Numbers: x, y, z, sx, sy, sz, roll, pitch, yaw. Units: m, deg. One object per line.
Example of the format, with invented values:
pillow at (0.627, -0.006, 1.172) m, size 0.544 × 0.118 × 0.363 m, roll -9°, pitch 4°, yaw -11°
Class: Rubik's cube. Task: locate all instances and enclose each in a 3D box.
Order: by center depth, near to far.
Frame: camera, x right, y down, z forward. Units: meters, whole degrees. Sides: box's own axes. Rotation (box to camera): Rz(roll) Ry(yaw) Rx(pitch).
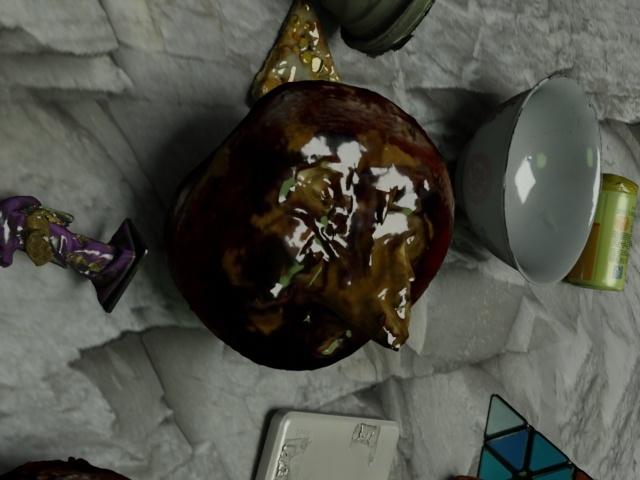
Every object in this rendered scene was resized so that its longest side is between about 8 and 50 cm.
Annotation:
Rubik's cube at (0.388, 0.388, 1.682) m, size 0.284 × 0.250 × 0.234 m, roll -27°, pitch 97°, yaw -39°

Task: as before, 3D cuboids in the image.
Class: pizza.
pizza at (-0.011, -0.234, 1.200) m, size 0.185 × 0.036 × 0.176 m, roll 12°, pitch 87°, yaw -50°

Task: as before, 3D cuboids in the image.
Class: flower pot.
flower pot at (0.056, -0.361, 1.149) m, size 0.141 × 0.235 × 0.235 m, roll 19°, pitch 81°, yaw -25°

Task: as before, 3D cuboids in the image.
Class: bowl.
bowl at (0.326, -0.102, 1.523) m, size 0.346 × 0.157 × 0.345 m, roll -10°, pitch 103°, yaw -48°

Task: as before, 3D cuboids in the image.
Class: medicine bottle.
medicine bottle at (0.574, -0.019, 1.859) m, size 0.124 × 0.124 × 0.238 m, roll 8°, pitch 89°, yaw -50°

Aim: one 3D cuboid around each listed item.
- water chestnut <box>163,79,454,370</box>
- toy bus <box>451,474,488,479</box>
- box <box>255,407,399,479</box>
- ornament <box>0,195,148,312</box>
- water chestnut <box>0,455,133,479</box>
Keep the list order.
water chestnut at (0.000, 0.000, 0.997) m, size 0.336 × 0.347 × 0.335 m, roll -9°, pitch 121°, yaw -14°
toy bus at (0.223, 0.558, 1.522) m, size 0.153 × 0.143 × 0.329 m, roll 30°, pitch 75°, yaw -48°
box at (0.016, 0.320, 1.316) m, size 0.285 × 0.044 × 0.142 m, roll 19°, pitch 84°, yaw -50°
ornament at (-0.283, 0.002, 0.901) m, size 0.203 × 0.088 × 0.081 m, roll 17°, pitch 107°, yaw -37°
water chestnut at (-0.238, 0.375, 0.827) m, size 0.351 × 0.302 × 0.350 m, roll -7°, pitch 100°, yaw -44°
